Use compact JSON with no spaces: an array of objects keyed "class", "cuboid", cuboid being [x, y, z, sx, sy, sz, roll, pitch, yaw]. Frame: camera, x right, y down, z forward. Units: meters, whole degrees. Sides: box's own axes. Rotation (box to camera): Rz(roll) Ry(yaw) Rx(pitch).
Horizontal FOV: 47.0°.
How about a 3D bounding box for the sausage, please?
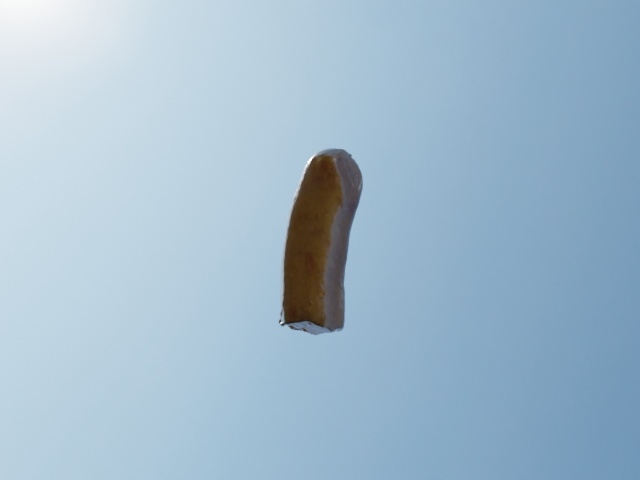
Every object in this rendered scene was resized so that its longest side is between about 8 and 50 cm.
[{"class":"sausage","cuboid":[0.001,0.000,1.065,0.108,0.109,0.271,3,-101,38]}]
